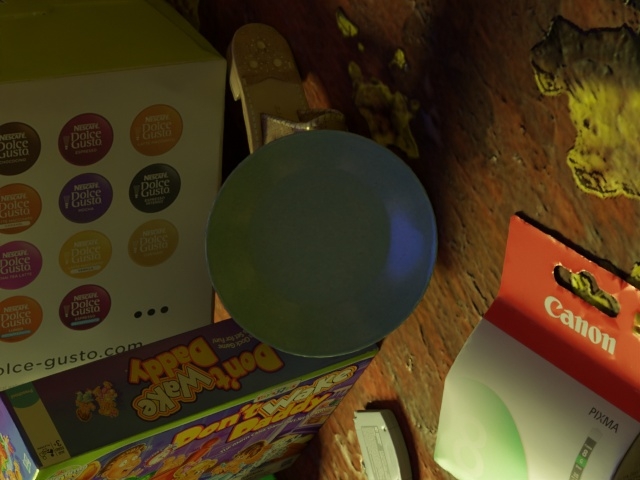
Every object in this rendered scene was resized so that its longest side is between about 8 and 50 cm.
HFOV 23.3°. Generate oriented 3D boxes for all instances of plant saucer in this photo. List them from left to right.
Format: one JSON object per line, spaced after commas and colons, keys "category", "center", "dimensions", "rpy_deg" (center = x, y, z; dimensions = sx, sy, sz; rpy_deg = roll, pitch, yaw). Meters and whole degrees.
{"category": "plant saucer", "center": [0.000, 0.000, 1.304], "dimensions": [0.037, 0.195, 0.195], "rpy_deg": [-111, 15, -75]}

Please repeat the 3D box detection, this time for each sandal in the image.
{"category": "sandal", "center": [-0.016, -0.097, 1.343], "dimensions": [0.240, 0.088, 0.079], "rpy_deg": [67, 152, 19]}

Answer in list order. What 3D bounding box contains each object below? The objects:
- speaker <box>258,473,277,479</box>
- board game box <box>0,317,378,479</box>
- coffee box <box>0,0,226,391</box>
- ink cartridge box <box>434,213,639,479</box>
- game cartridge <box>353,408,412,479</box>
{"category": "speaker", "center": [-0.130, 0.349, 1.652], "dimensions": [0.131, 0.131, 0.296], "rpy_deg": [51, 140, 30]}
{"category": "board game box", "center": [-0.143, 0.174, 1.403], "dimensions": [0.078, 0.347, 0.233], "rpy_deg": [58, 143, 22]}
{"category": "coffee box", "center": [-0.314, -0.078, 1.510], "dimensions": [0.338, 0.338, 0.334], "rpy_deg": [48, 140, 50]}
{"category": "ink cartridge box", "center": [0.175, 0.119, 1.192], "dimensions": [0.181, 0.056, 0.224], "rpy_deg": [35, 132, 43]}
{"category": "game cartridge", "center": [0.059, 0.195, 1.421], "dimensions": [0.056, 0.017, 0.083], "rpy_deg": [-10, 96, 59]}
